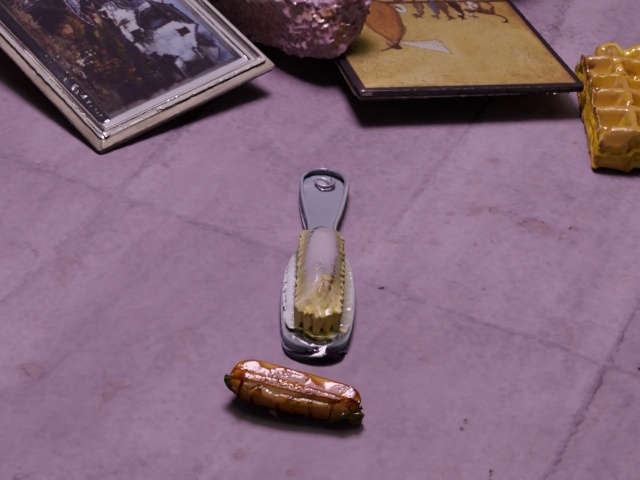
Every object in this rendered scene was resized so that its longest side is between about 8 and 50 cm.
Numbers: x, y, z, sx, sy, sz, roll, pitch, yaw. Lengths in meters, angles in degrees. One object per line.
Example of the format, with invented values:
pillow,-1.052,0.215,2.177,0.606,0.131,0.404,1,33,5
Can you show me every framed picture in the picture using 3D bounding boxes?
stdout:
framed picture,-0.225,-0.233,1.992,0.232,0.019,0.296,-30,61,-30
framed picture,0.120,-0.237,2.124,0.255,0.014,0.338,-3,30,-14

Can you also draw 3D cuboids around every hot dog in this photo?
hot dog,-0.021,0.130,1.579,0.122,0.037,0.049,17,24,4

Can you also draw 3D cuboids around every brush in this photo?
brush,0.000,0.000,1.745,0.068,0.060,0.297,4,35,-1

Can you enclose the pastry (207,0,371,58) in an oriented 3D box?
pastry,-0.058,-0.268,2.069,0.265,0.112,0.103,25,46,30

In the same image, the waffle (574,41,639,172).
waffle,0.390,-0.144,2.030,0.219,0.057,0.229,6,34,-2
